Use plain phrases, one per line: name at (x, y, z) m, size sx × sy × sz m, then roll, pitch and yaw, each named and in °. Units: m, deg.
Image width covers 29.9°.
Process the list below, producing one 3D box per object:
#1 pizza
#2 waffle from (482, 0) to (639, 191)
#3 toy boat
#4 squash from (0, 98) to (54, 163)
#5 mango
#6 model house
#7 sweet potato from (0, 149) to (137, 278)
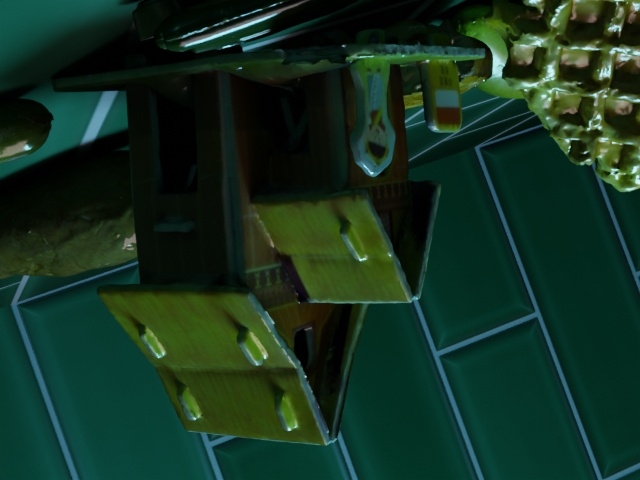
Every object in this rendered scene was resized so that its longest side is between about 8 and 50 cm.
pizza at (0.053, -0.167, 1.198) m, size 0.223 × 0.089 × 0.323 m, roll -10°, pitch -177°, yaw -4°
waffle at (0.309, -0.178, 1.014) m, size 0.302 × 0.325 × 0.068 m, roll -32°, pitch -147°, yaw 30°
toy boat at (-0.027, -0.174, 0.837) m, size 0.210 × 0.052 × 0.104 m, roll -21°, pitch -166°, yaw -3°
squash at (-0.301, -0.069, 0.954) m, size 0.183 × 0.052 × 0.052 m, roll -21°, pitch 178°, yaw -8°
mango at (0.222, -0.216, 1.339) m, size 0.125 × 0.111 × 0.233 m, roll -34°, pitch 159°, yaw 25°
model house at (0.000, 0.000, 1.012) m, size 0.300 × 0.324 × 0.340 m, roll 0°, pitch -174°, yaw 33°
sweet potato at (-0.323, -0.009, 1.347) m, size 0.422 × 0.130 × 0.130 m, roll -15°, pitch 179°, yaw 13°
